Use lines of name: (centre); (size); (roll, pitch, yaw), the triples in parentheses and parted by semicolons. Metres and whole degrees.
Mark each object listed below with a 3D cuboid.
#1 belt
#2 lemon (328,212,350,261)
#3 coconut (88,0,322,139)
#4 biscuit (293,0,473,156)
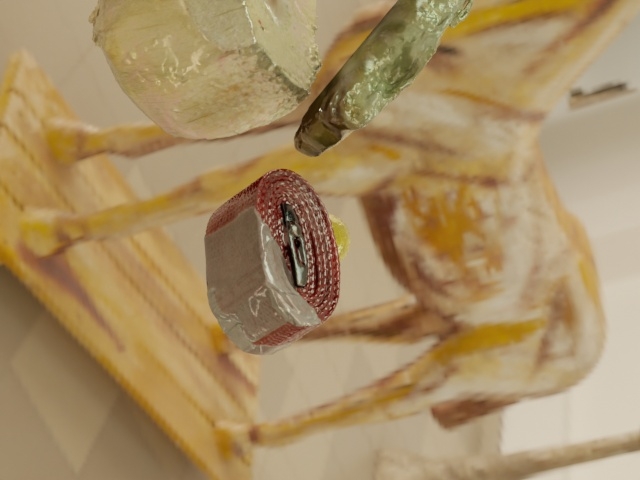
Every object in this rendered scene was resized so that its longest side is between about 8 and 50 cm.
belt: (-0.061, 0.029, 1.565); (0.128, 0.124, 0.200); (19, 52, -39)
lemon: (0.000, 0.000, 1.862); (0.111, 0.082, 0.082); (-9, 83, -67)
coconut: (-0.156, -0.279, 1.792); (0.297, 0.255, 0.297); (41, 38, -43)
biscuit: (0.078, -0.217, 1.625); (0.078, 0.329, 0.335); (42, 29, -5)
